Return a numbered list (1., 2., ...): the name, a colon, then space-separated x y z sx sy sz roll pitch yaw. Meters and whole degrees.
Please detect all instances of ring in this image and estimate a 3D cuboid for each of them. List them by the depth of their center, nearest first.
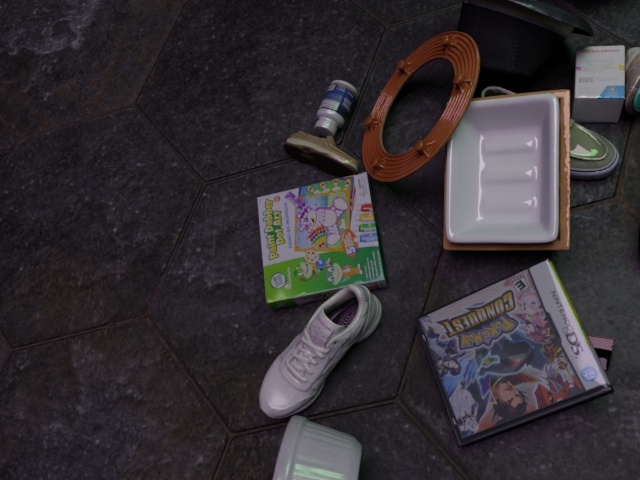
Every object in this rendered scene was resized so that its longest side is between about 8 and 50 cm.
1. ring: 0.186 -0.274 1.374 0.336 0.032 0.336 -40 37 38

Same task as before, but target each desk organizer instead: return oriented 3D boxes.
1. desk organizer: 0.446 0.191 1.205 0.130 0.047 0.050 7 72 19

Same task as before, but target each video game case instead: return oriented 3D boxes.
1. video game case: 0.329 0.198 1.205 0.275 0.035 0.248 -28 62 20

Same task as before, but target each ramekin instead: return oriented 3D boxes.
1. ramekin: -0.008 0.431 1.116 0.127 0.273 0.272 8 69 6

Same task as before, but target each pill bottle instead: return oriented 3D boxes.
1. pill bottle: 0.031 -0.291 1.523 0.067 0.067 0.120 17 73 22

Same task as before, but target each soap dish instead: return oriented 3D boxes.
1. soap dish: 0.351 -0.124 1.277 0.229 0.118 0.290 -1 84 29

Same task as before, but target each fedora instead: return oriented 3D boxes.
1. fedora: 0.380 -0.415 1.394 0.334 0.334 0.152 28 110 25

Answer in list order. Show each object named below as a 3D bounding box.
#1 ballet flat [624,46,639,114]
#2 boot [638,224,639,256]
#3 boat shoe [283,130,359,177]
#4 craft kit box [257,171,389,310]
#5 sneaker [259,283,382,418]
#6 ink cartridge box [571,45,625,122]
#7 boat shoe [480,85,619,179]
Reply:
1. ballet flat: 0.683 -0.373 1.368 0.316 0.107 0.106 -42 44 -11
2. boot: 0.682 -0.057 1.226 0.179 0.085 0.236 15 72 19
3. boat shoe: 0.011 -0.200 1.493 0.190 0.068 0.072 26 65 24
4. craft kit box: 0.000 0.000 1.413 0.247 0.061 0.249 -14 64 12
5. sneaker: -0.016 0.196 1.276 0.114 0.152 0.305 38 83 24
6. ink cartridge box: 0.558 -0.321 1.373 0.092 0.090 0.143 4 67 17
7. boat shoe: 0.442 -0.214 1.356 0.302 0.094 0.109 28 77 25
